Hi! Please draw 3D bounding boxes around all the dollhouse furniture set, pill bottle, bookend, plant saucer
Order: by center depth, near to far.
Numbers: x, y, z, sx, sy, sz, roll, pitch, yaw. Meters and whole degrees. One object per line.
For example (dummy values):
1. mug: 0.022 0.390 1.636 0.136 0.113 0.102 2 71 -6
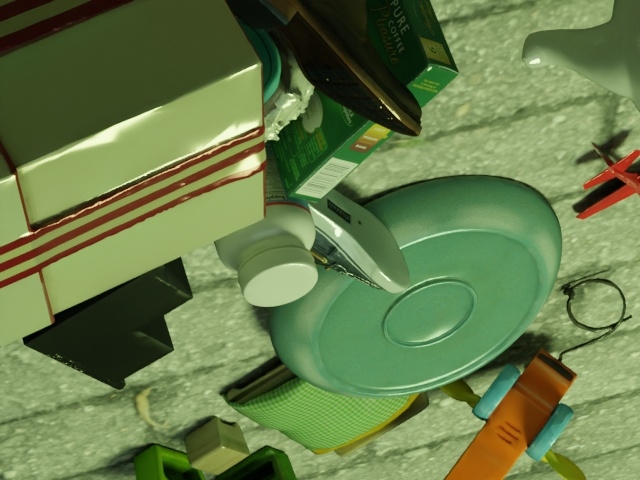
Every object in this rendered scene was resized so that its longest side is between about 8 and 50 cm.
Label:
1. pill bottle: -0.055 -0.027 1.645 0.087 0.160 0.087 -14 149 -8
2. bookend: -0.178 0.055 1.795 0.157 0.072 0.156 -30 148 17
3. plant saucer: 0.105 0.062 1.945 0.317 0.044 0.317 -14 141 -12
4. dollhouse furniture set: -0.026 0.251 2.111 0.301 0.151 0.197 -34 146 23

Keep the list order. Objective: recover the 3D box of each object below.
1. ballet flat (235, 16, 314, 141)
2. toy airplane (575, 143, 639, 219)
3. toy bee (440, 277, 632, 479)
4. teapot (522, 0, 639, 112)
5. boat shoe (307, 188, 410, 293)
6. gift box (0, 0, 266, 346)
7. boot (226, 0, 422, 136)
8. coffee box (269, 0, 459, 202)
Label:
1. ballet flat: -0.173 -0.055 1.577 0.409 0.147 0.147 -27 148 14
2. toy airplane: 0.311 -0.062 1.917 0.151 0.028 0.151 -15 148 -10
3. toy bee: 0.241 0.193 2.162 0.298 0.195 0.162 -32 173 2
4. teapot: 0.345 -0.193 1.590 0.256 0.187 0.252 22 105 -26
5. boat shoe: 0.000 0.000 1.793 0.083 0.065 0.183 -30 126 29
6. gift box: -0.208 -0.107 1.359 0.258 0.276 0.255 -26 151 -14
7. boot: 0.021 -0.174 1.456 0.219 0.082 0.106 40 74 -32
8. coffee box: 0.027 -0.127 1.580 0.040 0.113 0.184 14 135 -41
